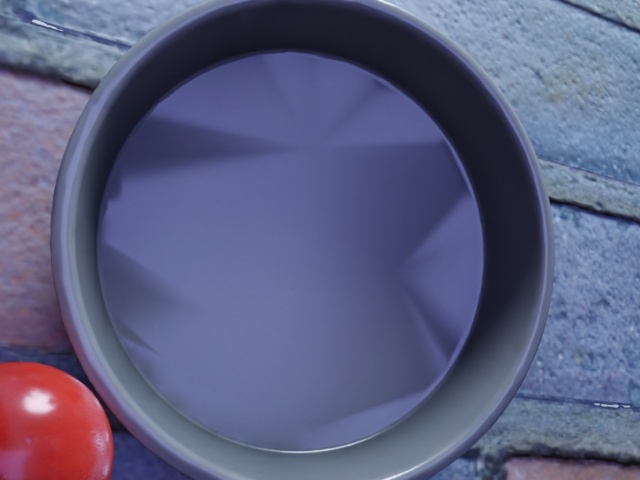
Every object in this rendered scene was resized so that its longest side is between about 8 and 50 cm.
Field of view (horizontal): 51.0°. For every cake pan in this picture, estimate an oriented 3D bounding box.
[{"bbox_3d":[0.000,0.000,0.394,0.294,0.054,0.292,2,84,-19],"label":"cake pan"}]

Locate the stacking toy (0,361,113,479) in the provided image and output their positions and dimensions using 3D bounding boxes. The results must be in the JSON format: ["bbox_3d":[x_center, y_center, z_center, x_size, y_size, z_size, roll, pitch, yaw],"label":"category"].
[{"bbox_3d":[-0.204,0.079,0.203,0.330,0.141,0.141,25,65,-56],"label":"stacking toy"}]

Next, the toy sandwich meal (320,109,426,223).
[{"bbox_3d":[0.037,-0.050,0.458,0.086,0.029,0.085,2,84,-19],"label":"toy sandwich meal"}]
